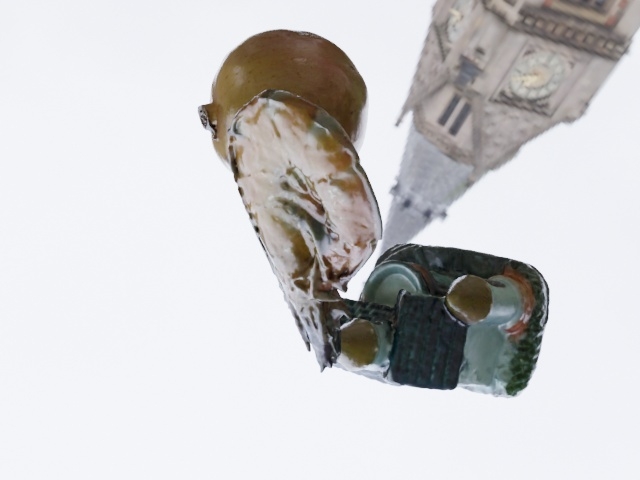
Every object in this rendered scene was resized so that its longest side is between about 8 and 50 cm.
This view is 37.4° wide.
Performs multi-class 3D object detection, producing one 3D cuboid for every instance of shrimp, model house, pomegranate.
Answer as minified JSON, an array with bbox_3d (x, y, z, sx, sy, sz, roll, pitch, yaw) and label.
[{"bbox_3d":[0.000,0.000,0.927,0.164,0.316,0.062,12,-143,41],"label":"shrimp"},{"bbox_3d":[0.110,0.097,1.152,0.253,0.184,0.291,12,-175,35],"label":"model house"},{"bbox_3d":[-0.039,-0.141,1.066,0.191,0.191,0.191,15,-136,-15],"label":"pomegranate"}]
